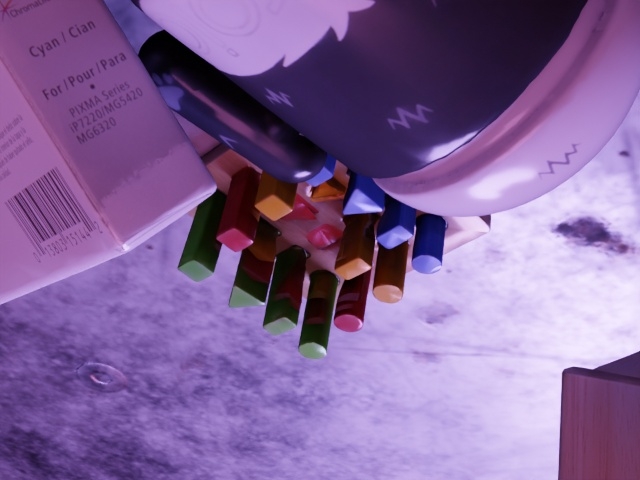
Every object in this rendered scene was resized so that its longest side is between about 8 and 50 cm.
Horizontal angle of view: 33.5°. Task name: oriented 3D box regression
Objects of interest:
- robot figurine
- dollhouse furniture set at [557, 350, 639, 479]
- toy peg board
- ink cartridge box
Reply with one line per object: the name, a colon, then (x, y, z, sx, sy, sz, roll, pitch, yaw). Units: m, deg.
robot figurine: (0.024, -0.130, 0.476, 0.278, 0.173, 0.209, 35, 161, -26)
dollhouse furniture set: (0.357, 0.156, 0.549, 0.394, 0.362, 0.256, 7, -170, 41)
toy peg board: (0.000, 0.000, 0.700, 0.161, 0.079, 0.161, 37, 133, -28)
ink cartridge box: (-0.208, -0.093, 0.570, 0.296, 0.066, 0.261, -17, 108, 57)
